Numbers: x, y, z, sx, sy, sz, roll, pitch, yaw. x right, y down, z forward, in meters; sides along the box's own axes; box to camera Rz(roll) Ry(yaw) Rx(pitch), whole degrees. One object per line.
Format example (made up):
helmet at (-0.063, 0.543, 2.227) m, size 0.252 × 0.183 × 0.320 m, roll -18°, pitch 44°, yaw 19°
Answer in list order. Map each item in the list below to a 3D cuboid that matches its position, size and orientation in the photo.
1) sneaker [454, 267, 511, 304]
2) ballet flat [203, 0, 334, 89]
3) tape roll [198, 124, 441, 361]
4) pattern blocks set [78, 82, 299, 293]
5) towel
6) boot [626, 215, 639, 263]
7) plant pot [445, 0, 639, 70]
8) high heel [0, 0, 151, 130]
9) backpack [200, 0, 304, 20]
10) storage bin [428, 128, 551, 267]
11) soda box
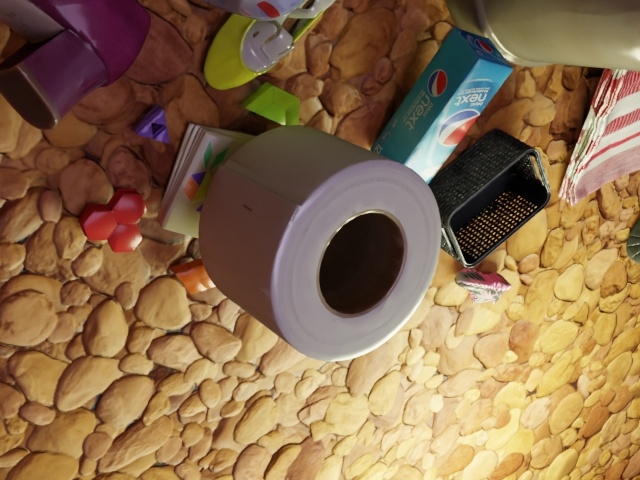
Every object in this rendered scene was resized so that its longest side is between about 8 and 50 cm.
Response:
sneaker at (0.258, 0.080, 1.528) m, size 0.119 × 0.047 × 0.057 m, roll 11°, pitch 121°, yaw -38°
ballet flat at (-0.041, -0.258, 1.079) m, size 0.231 × 0.077 × 0.077 m, roll -47°, pitch 134°, yaw -3°
tape roll at (0.000, 0.000, 1.117) m, size 0.246 × 0.169 × 0.246 m, roll -16°, pitch 119°, yaw -32°
pattern blocks set at (-0.113, -0.064, 1.179) m, size 0.324 × 0.026 × 0.285 m, roll 27°, pitch 99°, yaw -42°
towel at (0.504, -0.208, 1.461) m, size 0.237 × 0.037 × 0.329 m, roll -27°, pitch 148°, yaw -21°
boot at (0.677, -0.052, 1.717) m, size 0.178 × 0.085 × 0.236 m, roll 10°, pitch 117°, yaw -41°
plant pot at (0.366, -0.345, 1.182) m, size 0.323 × 0.280 × 0.323 m, roll -19°, pitch 126°, yaw -27°
high heel at (-0.304, -0.299, 0.876) m, size 0.181 × 0.127 × 0.377 m, roll -56°, pitch 136°, yaw -35°
backpack at (-0.061, -0.354, 0.894) m, size 0.263 × 0.276 × 0.213 m, roll -49°, pitch 139°, yaw -9°
storage bin at (0.243, -0.064, 1.397) m, size 0.180 × 0.084 × 0.122 m, roll -38°, pitch 133°, yaw -9°
soda box at (0.156, -0.171, 1.236) m, size 0.067 × 0.071 × 0.210 m, roll 6°, pitch 132°, yaw -37°
